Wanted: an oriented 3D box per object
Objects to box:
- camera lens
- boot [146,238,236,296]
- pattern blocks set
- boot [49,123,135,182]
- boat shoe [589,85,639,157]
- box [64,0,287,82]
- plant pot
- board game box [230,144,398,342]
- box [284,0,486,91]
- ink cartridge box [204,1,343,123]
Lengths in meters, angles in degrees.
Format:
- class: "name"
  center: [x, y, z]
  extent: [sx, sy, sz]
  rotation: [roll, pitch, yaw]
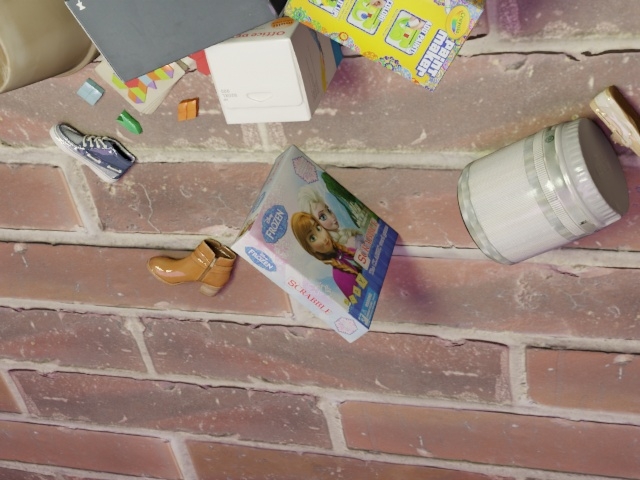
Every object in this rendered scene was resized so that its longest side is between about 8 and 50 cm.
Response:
- class: "camera lens"
  center: [0.416, -0.090, 1.846]
  extent: [0.274, 0.219, 0.219]
  rotation: [-25, 117, 34]
- class: "boot"
  center: [-0.307, 0.048, 2.323]
  extent: [0.197, 0.073, 0.152]
  rotation: [20, 135, -14]
- class: "pattern blocks set"
  center: [-0.373, -0.355, 2.031]
  extent: [0.285, 0.026, 0.325]
  rotation: [32, 132, -8]
- class: "boot"
  center: [-0.511, -0.215, 2.180]
  extent: [0.190, 0.069, 0.086]
  rotation: [38, 124, -24]
- class: "boat shoe"
  center: [0.565, -0.209, 1.804]
  extent: [0.059, 0.063, 0.170]
  rotation: [-30, 105, 39]
- class: "box"
  center: [-0.210, -0.471, 1.682]
  extent: [0.343, 0.312, 0.179]
  rotation: [-16, 122, 30]
- class: "plant pot"
  center: [-0.607, -0.422, 1.873]
  extent: [0.323, 0.280, 0.323]
  rotation: [12, 130, 15]
- class: "board game box"
  center: [0.000, 0.000, 2.004]
  extent: [0.318, 0.318, 0.066]
  rotation: [39, 129, -15]
- class: "box"
  center: [0.131, -0.443, 1.599]
  extent: [0.279, 0.290, 0.177]
  rotation: [27, 132, -3]
- class: "ink cartridge box"
  center: [-0.082, -0.347, 1.794]
  extent: [0.171, 0.232, 0.168]
  rotation: [-1, 128, 20]
